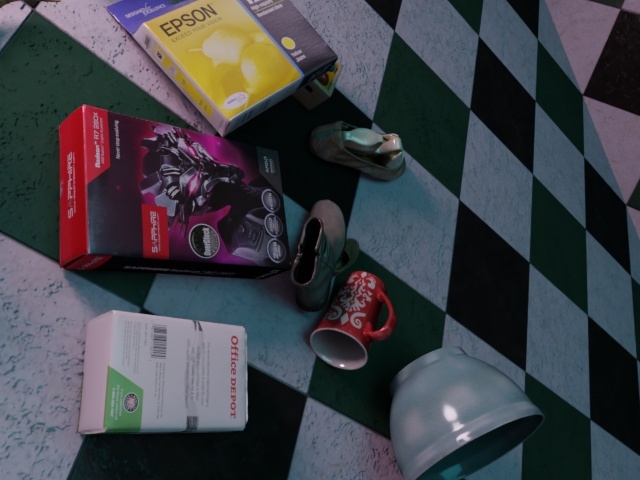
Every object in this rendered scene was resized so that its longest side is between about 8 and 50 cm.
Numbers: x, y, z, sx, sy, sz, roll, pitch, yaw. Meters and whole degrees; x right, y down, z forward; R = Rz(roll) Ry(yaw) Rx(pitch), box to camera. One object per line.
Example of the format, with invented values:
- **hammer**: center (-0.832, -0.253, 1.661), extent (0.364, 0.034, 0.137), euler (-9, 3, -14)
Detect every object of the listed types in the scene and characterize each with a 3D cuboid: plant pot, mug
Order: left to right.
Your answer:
- **mug**: center (0.079, 0.152, 1.168), extent (0.169, 0.150, 0.113), euler (-61, 155, -44)
- **plant pot**: center (0.254, 0.332, 1.186), extent (0.293, 0.293, 0.196), euler (8, 43, -42)

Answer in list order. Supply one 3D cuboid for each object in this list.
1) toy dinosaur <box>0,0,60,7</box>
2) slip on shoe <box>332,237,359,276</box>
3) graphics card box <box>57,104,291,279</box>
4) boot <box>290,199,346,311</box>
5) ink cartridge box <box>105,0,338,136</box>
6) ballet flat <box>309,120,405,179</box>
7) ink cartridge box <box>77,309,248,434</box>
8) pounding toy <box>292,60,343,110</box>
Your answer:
- **toy dinosaur**: center (-0.494, -0.331, 0.869), extent (0.211, 0.064, 0.112), euler (-59, 134, -30)
- **slip on shoe**: center (0.047, 0.034, 1.248), extent (0.135, 0.041, 0.051), euler (-34, 98, -46)
- **graphics card box**: center (-0.223, -0.061, 0.988), extent (0.371, 0.094, 0.232), euler (8, 68, -43)
- **boot**: center (0.000, 0.000, 1.124), extent (0.084, 0.161, 0.246), euler (7, 61, 6)
- **ink cartridge box**: center (-0.166, -0.378, 1.103), extent (0.307, 0.072, 0.304), euler (49, 56, -1)
- **ballet flat**: center (0.118, -0.203, 1.366), extent (0.316, 0.106, 0.107), euler (2, 73, -44)
- **ink cartridge box**: center (-0.221, 0.198, 0.884), extent (0.219, 0.093, 0.160), euler (16, 64, -40)
- **pounding toy**: center (-0.028, -0.372, 1.295), extent (0.141, 0.100, 0.130), euler (39, 50, -26)
